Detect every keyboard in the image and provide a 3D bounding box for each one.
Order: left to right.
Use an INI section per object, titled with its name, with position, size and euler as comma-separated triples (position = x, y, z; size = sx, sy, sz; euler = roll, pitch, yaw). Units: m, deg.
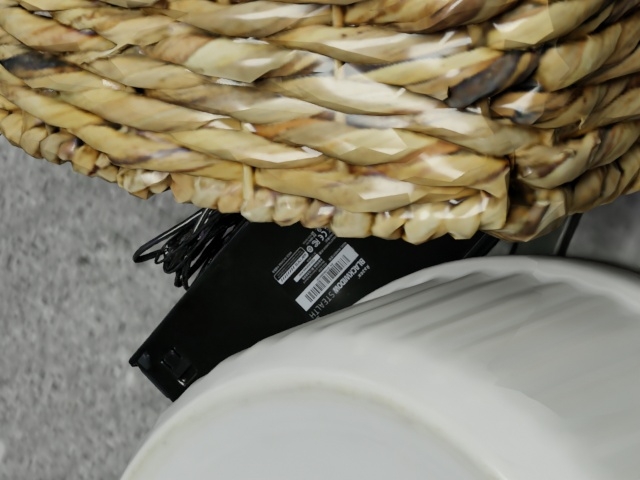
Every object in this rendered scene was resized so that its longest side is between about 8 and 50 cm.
[keyboard]
position = 0.000, 0.000, 0.663
size = 0.100, 0.038, 0.192
euler = 45, 119, 4

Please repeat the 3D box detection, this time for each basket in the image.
[basket]
position = -0.017, -0.150, 0.516
size = 0.299, 0.213, 0.223
euler = 21, 124, 39

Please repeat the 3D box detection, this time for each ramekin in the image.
[ramekin]
position = 0.039, 0.141, 0.552
size = 0.273, 0.127, 0.273
euler = 3, 95, 40
